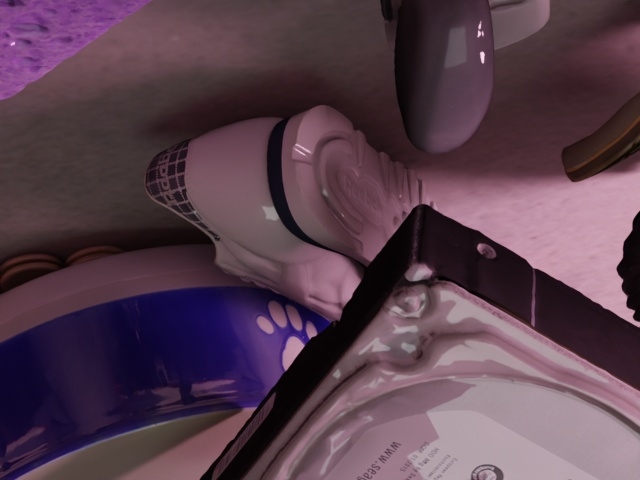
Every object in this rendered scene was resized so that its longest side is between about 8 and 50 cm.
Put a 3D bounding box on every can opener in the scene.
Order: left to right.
[{"bbox_3d":[0.053,-0.139,0.599,0.074,0.093,0.280,-11,148,1],"label":"can opener"}]

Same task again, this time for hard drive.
[{"bbox_3d":[0.127,0.155,0.828,0.339,0.064,0.237,30,122,-13],"label":"hard drive"}]

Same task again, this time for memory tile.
[{"bbox_3d":[-0.181,0.038,0.917,0.148,0.012,0.113,-7,152,-10],"label":"memory tile"}]

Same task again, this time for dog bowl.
[{"bbox_3d":[-0.109,0.115,0.955,0.265,0.104,0.265,-15,152,-8],"label":"dog bowl"}]

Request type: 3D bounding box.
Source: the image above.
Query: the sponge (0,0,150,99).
[{"bbox_3d":[-0.147,-0.102,0.646,0.210,0.031,0.117,-29,148,30],"label":"sponge"}]

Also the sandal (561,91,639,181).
[{"bbox_3d":[0.179,-0.093,0.763,0.180,0.049,0.072,-38,169,30],"label":"sandal"}]

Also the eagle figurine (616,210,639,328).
[{"bbox_3d":[0.282,-0.021,0.757,0.225,0.226,0.298,-52,168,-11],"label":"eagle figurine"}]

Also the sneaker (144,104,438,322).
[{"bbox_3d":[0.000,0.000,0.856,0.095,0.090,0.235,-9,151,22],"label":"sneaker"}]
